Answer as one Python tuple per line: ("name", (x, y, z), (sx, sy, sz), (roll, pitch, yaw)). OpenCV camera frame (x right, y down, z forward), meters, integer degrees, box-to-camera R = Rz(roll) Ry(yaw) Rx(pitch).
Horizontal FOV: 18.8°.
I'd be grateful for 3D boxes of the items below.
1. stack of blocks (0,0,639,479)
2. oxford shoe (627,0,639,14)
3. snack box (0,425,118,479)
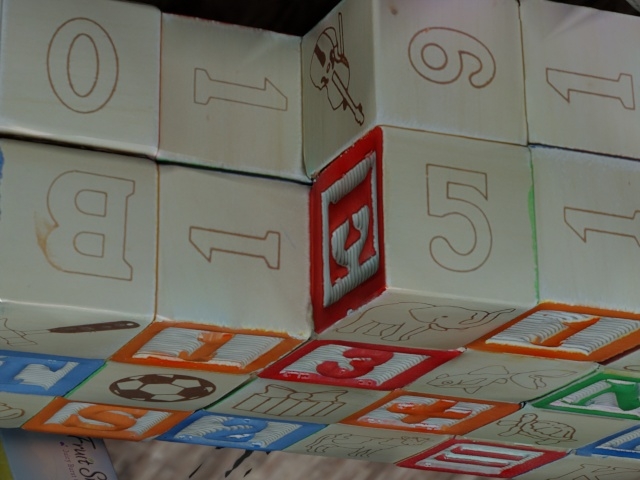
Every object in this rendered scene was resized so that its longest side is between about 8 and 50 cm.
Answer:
("stack of blocks", (0.000, 0.000, 0.547), (0.297, 0.087, 0.171), (8, 159, -22))
("oxford shoe", (0.001, -0.140, 0.450), (0.363, 0.130, 0.133), (23, 120, -28))
("snack box", (-0.088, 0.109, 0.603), (0.037, 0.141, 0.100), (2, 118, -21))
